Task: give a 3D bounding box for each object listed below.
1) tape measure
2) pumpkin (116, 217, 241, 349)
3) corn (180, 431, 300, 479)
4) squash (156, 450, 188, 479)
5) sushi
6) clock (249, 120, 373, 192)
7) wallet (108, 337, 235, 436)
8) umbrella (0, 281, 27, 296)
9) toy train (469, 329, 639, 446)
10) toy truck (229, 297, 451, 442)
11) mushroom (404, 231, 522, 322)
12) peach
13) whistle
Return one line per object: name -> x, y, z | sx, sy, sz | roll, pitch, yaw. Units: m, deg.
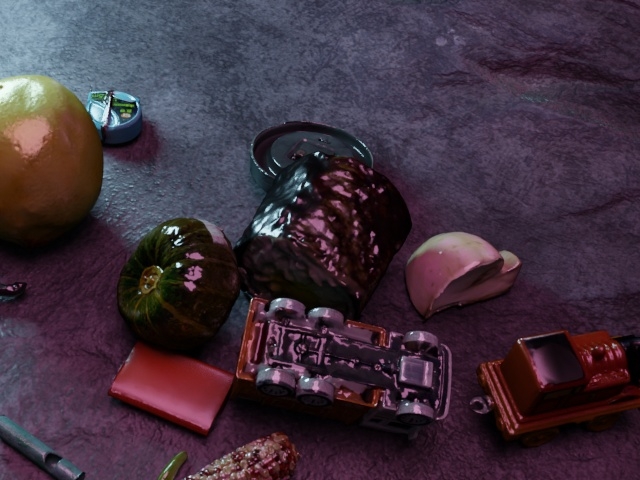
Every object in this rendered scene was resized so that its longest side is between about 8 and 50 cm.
tape measure -> -0.467, -0.282, 2.162 | 0.125, 0.081, 0.146 | 3, 52, -5
pumpkin -> -0.258, 0.091, 1.816 | 0.189, 0.260, 0.260 | 25, 39, -41
corn -> -0.165, 0.420, 1.653 | 0.281, 0.092, 0.092 | -22, 59, -24
squash -> -0.264, 0.407, 1.688 | 0.027, 0.027, 0.089 | 25, 50, 9
sushi -> -0.001, 0.001, 1.899 | 0.300, 0.281, 0.294 | 28, 58, 3
clock -> -0.022, -0.174, 2.144 | 0.281, 0.055, 0.280 | 6, 38, -5
wallet -> -0.274, 0.271, 1.780 | 0.205, 0.045, 0.142 | 21, 48, 5
umbrella -> -0.697, 0.085, 1.835 | 0.248, 0.071, 0.070 | 8, 51, -6
toy train -> 0.461, 0.266, 1.808 | 0.369, 0.231, 0.163 | -9, 57, -16
toy truck -> 0.032, 0.247, 1.755 | 0.388, 0.207, 0.173 | 14, 60, -9
mushroom -> 0.293, 0.031, 2.006 | 0.236, 0.162, 0.173 | -16, 58, -24
peach -> -0.581, -0.160, 1.913 | 0.282, 0.314, 0.315 | -2, 53, -32
whistle -> -0.494, 0.368, 1.666 | 0.186, 0.039, 0.039 | 31, 53, 14
